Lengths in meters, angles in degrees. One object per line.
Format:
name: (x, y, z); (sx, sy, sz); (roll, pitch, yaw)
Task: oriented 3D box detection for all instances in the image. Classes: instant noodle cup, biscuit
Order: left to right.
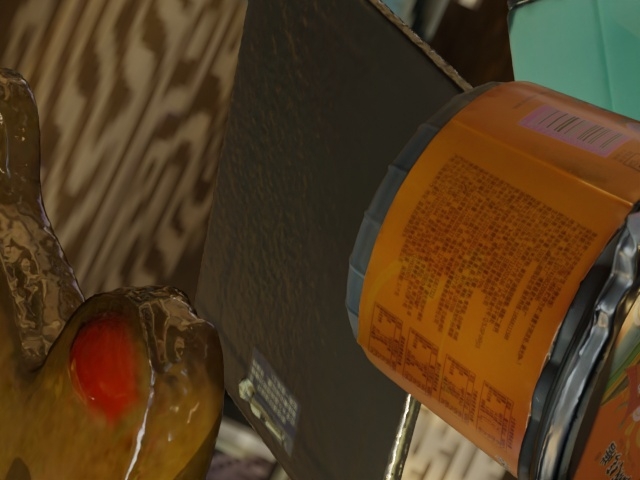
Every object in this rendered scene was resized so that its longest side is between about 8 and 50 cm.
biscuit: (-0.129, 0.118, 0.794); (0.283, 0.064, 0.432); (-63, -141, 31)
instant noodle cup: (0.090, 0.017, 0.744); (0.177, 0.126, 0.208); (-44, 147, -28)

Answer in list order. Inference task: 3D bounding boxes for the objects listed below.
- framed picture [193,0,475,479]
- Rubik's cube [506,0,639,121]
framed picture: (0.000, 0.000, 1.194); (0.014, 0.255, 0.338); (-9, 128, -30)
Rubik's cube: (0.276, -0.063, 1.189); (0.221, 0.225, 0.231); (2, 78, -44)
